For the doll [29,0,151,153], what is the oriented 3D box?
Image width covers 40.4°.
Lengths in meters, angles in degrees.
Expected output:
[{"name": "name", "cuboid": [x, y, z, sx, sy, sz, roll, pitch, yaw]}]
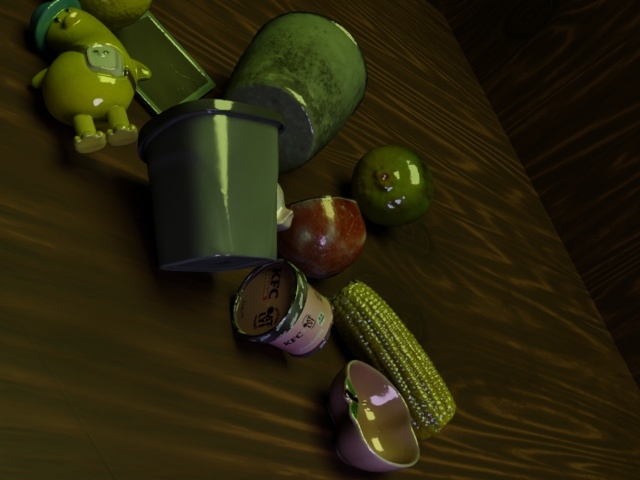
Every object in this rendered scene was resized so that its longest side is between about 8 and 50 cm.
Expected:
[{"name": "doll", "cuboid": [-0.402, -0.297, 1.511, 0.200, 0.145, 0.362, -12, 57, -18]}]

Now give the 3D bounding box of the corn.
[{"name": "corn", "cuboid": [0.139, 0.232, 1.739, 0.344, 0.131, 0.131, 55, 27, 7]}]

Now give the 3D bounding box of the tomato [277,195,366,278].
[{"name": "tomato", "cuboid": [0.000, 0.000, 1.788, 0.214, 0.181, 0.155, 3, 69, -55]}]

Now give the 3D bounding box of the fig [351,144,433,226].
[{"name": "fig", "cuboid": [0.190, -0.130, 2.175, 0.230, 0.207, 0.207, 23, 39, -50]}]

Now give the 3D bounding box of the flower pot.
[{"name": "flower pot", "cuboid": [-0.068, -0.308, 1.915, 0.293, 0.294, 0.330, 44, 34, -15]}]

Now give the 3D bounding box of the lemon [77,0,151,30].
[{"name": "lemon", "cuboid": [-0.425, -0.497, 1.694, 0.203, 0.178, 0.178, -19, 69, -25]}]

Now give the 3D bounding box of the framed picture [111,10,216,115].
[{"name": "framed picture", "cuboid": [-0.350, -0.370, 1.829, 0.231, 0.018, 0.293, 47, 27, -9]}]

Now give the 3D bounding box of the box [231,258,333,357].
[{"name": "box", "cuboid": [-0.059, 0.128, 1.543, 0.135, 0.151, 0.151, 39, 29, -42]}]

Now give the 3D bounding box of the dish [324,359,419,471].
[{"name": "dish", "cuboid": [0.077, 0.329, 1.565, 0.213, 0.090, 0.213, 40, 29, -28]}]

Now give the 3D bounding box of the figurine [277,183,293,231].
[{"name": "figurine", "cuboid": [-0.169, -0.113, 1.672, 0.276, 0.133, 0.200, 50, 30, -1]}]

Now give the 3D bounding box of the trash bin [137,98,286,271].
[{"name": "trash bin", "cuboid": [-0.177, -0.080, 1.468, 0.220, 0.219, 0.250, 4, 77, -44]}]
